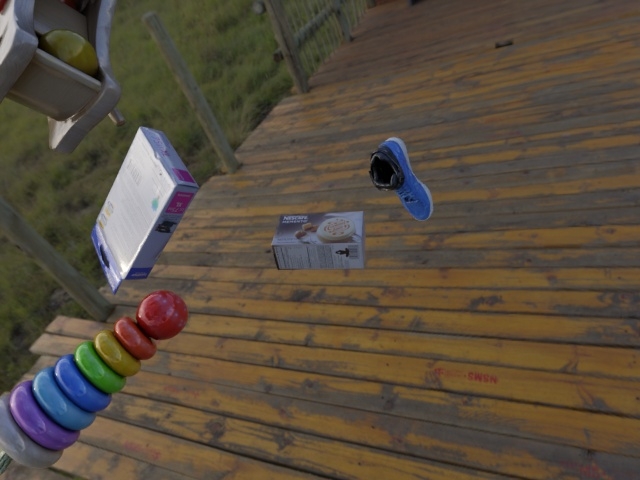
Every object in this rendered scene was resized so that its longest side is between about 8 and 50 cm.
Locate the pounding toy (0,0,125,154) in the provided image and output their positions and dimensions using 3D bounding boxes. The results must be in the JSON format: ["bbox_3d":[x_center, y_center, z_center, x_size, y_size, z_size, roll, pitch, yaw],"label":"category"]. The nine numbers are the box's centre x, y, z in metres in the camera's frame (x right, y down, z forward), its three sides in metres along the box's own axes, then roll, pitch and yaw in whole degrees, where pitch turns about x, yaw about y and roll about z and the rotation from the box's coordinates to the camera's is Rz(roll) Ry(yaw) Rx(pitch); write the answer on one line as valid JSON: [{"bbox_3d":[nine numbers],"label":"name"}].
[{"bbox_3d":[-0.230,-0.197,0.425,0.154,0.154,0.270,-45,52,18],"label":"pounding toy"}]

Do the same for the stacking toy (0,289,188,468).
[{"bbox_3d":[-0.368,0.216,0.735,0.330,0.141,0.141,-40,39,-16],"label":"stacking toy"}]

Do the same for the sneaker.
[{"bbox_3d":[0.129,-0.087,0.701,0.058,0.152,0.084,-12,20,43],"label":"sneaker"}]

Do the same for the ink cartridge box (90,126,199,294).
[{"bbox_3d":[-0.380,-0.055,0.892,0.311,0.065,0.186,-50,61,23],"label":"ink cartridge box"}]

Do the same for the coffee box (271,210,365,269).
[{"bbox_3d":[0.000,0.000,1.204,0.246,0.098,0.141,-1,40,10],"label":"coffee box"}]

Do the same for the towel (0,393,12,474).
[{"bbox_3d":[-0.631,0.384,0.860,0.110,0.027,0.148,40,99,36],"label":"towel"}]
